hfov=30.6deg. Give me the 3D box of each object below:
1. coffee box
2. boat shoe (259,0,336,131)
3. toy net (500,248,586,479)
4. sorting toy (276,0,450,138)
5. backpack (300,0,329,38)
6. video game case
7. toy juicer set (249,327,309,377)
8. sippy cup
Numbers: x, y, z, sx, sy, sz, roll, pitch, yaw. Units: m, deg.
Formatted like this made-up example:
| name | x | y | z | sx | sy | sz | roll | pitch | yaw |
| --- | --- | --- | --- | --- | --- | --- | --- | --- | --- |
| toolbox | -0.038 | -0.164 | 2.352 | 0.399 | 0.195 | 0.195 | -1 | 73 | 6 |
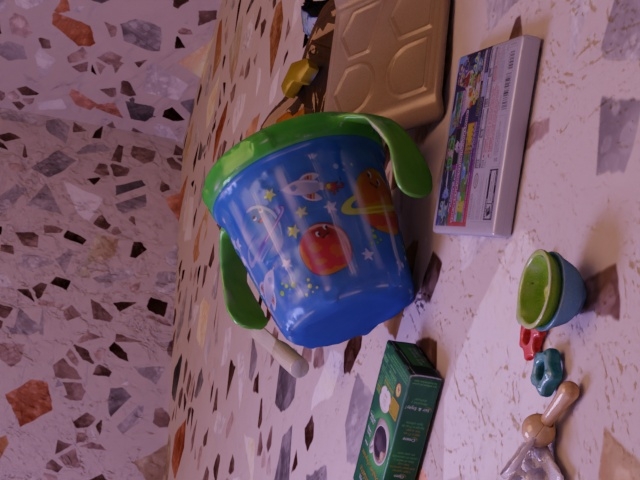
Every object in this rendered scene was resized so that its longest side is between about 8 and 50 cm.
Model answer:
| name | x | y | z | sx | sy | sz | roll | pitch | yaw |
| --- | --- | --- | --- | --- | --- | --- | --- | --- | --- |
| coffee box | 0.084 | 0.217 | 1.322 | 0.113 | 0.040 | 0.184 | -125 | 46 | -71 |
| boat shoe | 0.009 | -0.175 | 1.665 | 0.122 | 0.110 | 0.341 | 37 | 106 | 41 |
| toy net | 0.177 | 0.125 | 0.998 | 0.122 | 0.045 | 0.232 | 179 | 100 | -76 |
| sorting toy | 0.057 | -0.232 | 1.533 | 0.307 | 0.041 | 0.229 | -14 | 67 | 47 |
| backpack | 0.029 | -0.328 | 1.797 | 0.114 | 0.105 | 0.084 | -118 | 17 | -67 |
| video game case | 0.171 | -0.104 | 1.228 | 0.183 | 0.023 | 0.201 | -173 | 92 | -76 |
| toy juicer set | 0.013 | 0.073 | 1.635 | 0.329 | 0.090 | 0.209 | -63 | 31 | 26 |
| sippy cup | 0.000 | 0.000 | 1.414 | 0.305 | 0.240 | 0.224 | 101 | 151 | -64 |
